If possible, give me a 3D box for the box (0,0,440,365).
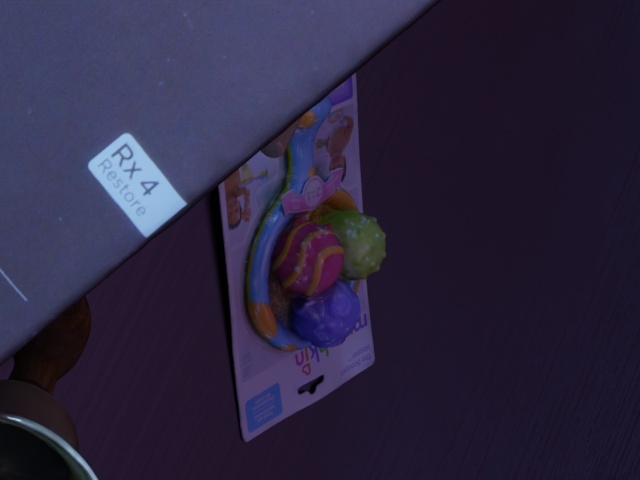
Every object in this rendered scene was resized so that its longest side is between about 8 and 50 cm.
[{"bbox_3d":[-0.111,-0.102,0.840,0.381,0.143,0.191,-41,108,-6],"label":"box"}]

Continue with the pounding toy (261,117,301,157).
[{"bbox_3d":[-0.081,-0.129,0.962,0.269,0.155,0.154,-23,126,-26],"label":"pounding toy"}]

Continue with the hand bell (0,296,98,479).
[{"bbox_3d":[-0.147,0.078,0.977,0.242,0.126,0.126,-81,161,-64],"label":"hand bell"}]

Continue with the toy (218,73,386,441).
[{"bbox_3d":[0.000,0.000,1.222,0.137,0.056,0.237,-27,118,-43],"label":"toy"}]
